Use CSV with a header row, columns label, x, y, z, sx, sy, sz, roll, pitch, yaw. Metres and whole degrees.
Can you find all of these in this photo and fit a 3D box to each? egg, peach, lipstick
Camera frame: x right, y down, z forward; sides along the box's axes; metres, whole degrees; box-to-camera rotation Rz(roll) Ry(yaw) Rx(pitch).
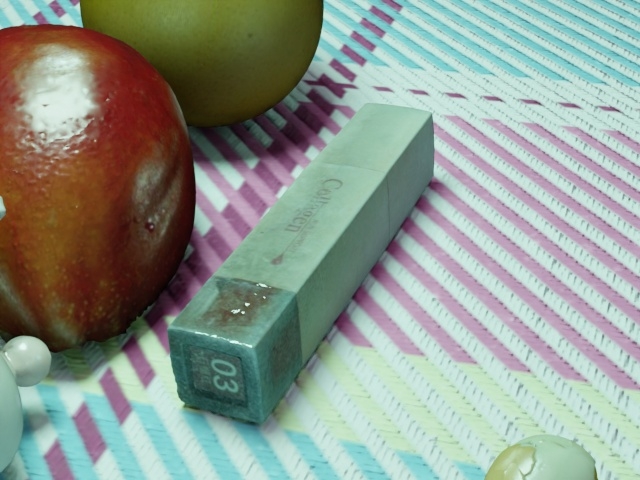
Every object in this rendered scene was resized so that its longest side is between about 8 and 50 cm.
label,x,y,z,sx,sy,sz,roll,pitch,yaw
egg,0.135,0.162,0.694,0.071,0.071,0.083,17,42,29
egg,-0.129,-0.252,1.182,0.250,0.250,0.322,-13,26,-12
peach,-0.241,-0.069,0.964,0.257,0.201,0.362,-10,34,-10
lipstick,0.000,0.000,0.941,0.076,0.080,0.371,11,37,22

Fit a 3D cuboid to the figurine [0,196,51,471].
label,x,y,z,sx,sy,sz,roll,pitch,yaw
figurine,-0.275,0.078,0.771,0.144,0.182,0.257,-30,70,25
